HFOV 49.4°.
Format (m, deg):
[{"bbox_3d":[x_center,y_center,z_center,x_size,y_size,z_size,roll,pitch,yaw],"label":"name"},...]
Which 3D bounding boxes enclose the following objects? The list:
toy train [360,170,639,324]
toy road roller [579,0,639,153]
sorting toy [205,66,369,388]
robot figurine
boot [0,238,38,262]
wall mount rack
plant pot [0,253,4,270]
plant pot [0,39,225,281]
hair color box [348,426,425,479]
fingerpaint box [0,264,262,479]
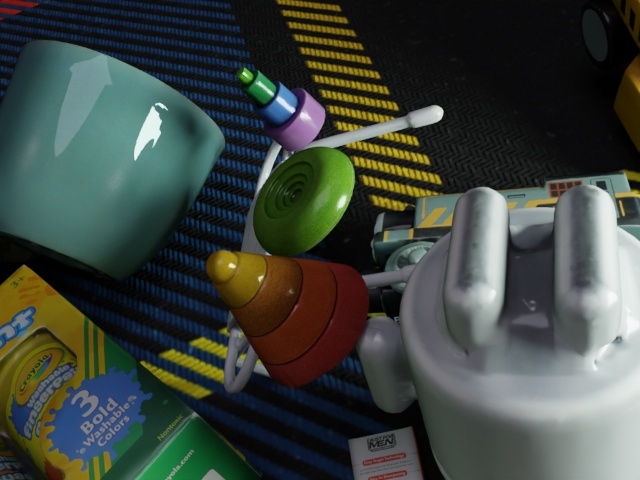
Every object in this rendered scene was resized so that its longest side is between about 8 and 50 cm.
[{"bbox_3d":[0.210,0.019,0.791,0.334,0.142,0.190,-5,41,16],"label":"toy train"},{"bbox_3d":[0.454,-0.240,0.796,0.203,0.240,0.329,-19,67,3],"label":"toy road roller"},{"bbox_3d":[-0.051,-0.047,0.660,0.127,0.126,0.365,-32,42,27],"label":"sorting toy"},{"bbox_3d":[0.180,0.114,0.580,0.300,0.353,0.199,3,49,21],"label":"robot figurine"},{"bbox_3d":[-0.561,-0.052,1.026,0.262,0.203,0.095,2,55,17],"label":"boot"},{"bbox_3d":[0.000,0.000,0.769,0.131,0.304,0.350,19,52,-18],"label":"wall mount rack"},{"bbox_3d":[-0.576,0.119,0.886,0.272,0.271,0.255,-2,69,16],"label":"plant pot"},{"bbox_3d":[-0.308,-0.084,0.933,0.293,0.293,0.235,14,75,26],"label":"plant pot"},{"bbox_3d":[0.075,0.266,0.697,0.072,0.043,0.141,-14,53,7],"label":"hair color box"},{"bbox_3d":[-0.350,0.286,0.709,0.371,0.163,0.445,27,66,40],"label":"fingerpaint box"}]
